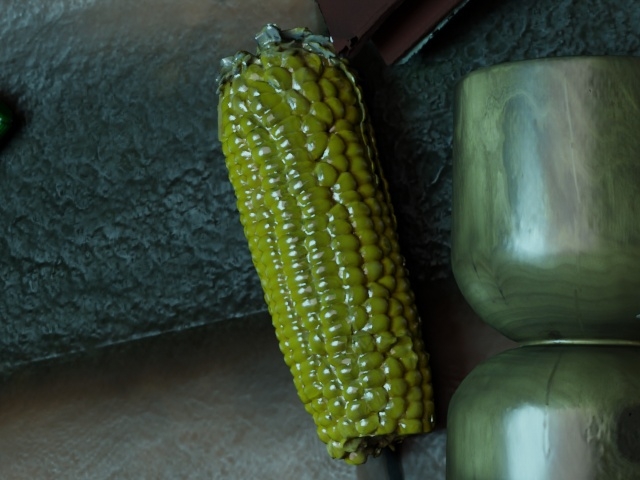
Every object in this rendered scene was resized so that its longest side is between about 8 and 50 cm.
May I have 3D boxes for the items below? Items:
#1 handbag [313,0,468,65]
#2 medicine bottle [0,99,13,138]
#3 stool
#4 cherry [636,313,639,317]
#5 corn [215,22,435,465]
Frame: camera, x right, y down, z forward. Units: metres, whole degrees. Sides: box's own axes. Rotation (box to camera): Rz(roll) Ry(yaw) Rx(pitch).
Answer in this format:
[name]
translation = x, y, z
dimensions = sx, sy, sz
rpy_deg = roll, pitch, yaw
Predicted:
[handbag]
translation = 0.065, -0.292, 1.196
dimensions = 0.275, 0.084, 0.260
rpy_deg = -40, 63, 42
[medicine bottle]
translation = -0.344, -0.016, 1.402
dimensions = 0.260, 0.064, 0.095
rpy_deg = -48, 69, 11
[stool]
translation = 0.170, 0.028, 1.107
dimensions = 0.179, 0.179, 0.264
rpy_deg = -1, 82, 24
[cherry]
translation = 0.316, -0.008, 0.940
dimensions = 0.307, 0.221, 0.261
rpy_deg = -20, 68, -11
[corn]
translation = 0.000, 0.000, 1.228
dimensions = 0.115, 0.115, 0.318
rpy_deg = -20, 75, 20
